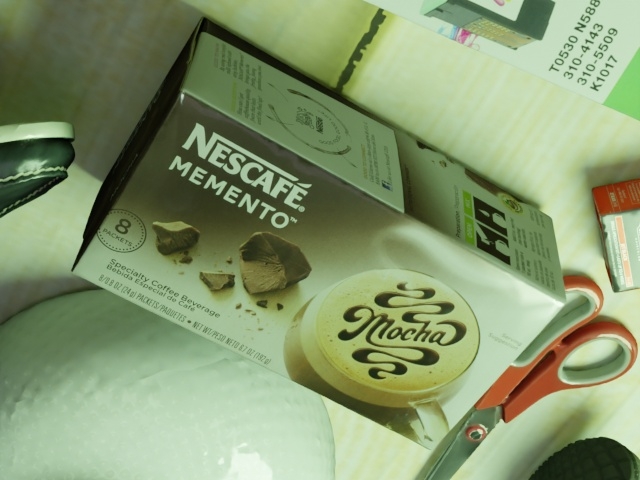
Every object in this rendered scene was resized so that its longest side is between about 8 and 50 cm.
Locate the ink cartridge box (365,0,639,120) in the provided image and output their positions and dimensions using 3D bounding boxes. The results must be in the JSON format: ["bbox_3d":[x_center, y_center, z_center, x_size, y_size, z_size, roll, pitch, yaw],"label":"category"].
[{"bbox_3d":[0.140,-0.211,0.716,0.278,0.117,0.201,21,121,-10],"label":"ink cartridge box"}]

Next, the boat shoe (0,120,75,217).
[{"bbox_3d":[-0.305,0.014,0.857,0.340,0.127,0.113,-19,83,17],"label":"boat shoe"}]

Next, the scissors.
[{"bbox_3d":[0.130,0.138,1.000,0.109,0.021,0.297,37,118,-22],"label":"scissors"}]

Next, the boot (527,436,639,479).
[{"bbox_3d":[0.240,0.268,1.045,0.161,0.083,0.246,23,130,-16],"label":"boot"}]

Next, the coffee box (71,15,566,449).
[{"bbox_3d":[0.000,0.000,0.857,0.297,0.119,0.168,29,121,-15],"label":"coffee box"}]

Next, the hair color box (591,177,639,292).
[{"bbox_3d":[0.274,-0.013,0.878,0.141,0.043,0.072,-12,120,10],"label":"hair color box"}]

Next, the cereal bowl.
[{"bbox_3d":[-0.155,0.213,0.990,0.339,0.141,0.339,2,122,3],"label":"cereal bowl"}]
